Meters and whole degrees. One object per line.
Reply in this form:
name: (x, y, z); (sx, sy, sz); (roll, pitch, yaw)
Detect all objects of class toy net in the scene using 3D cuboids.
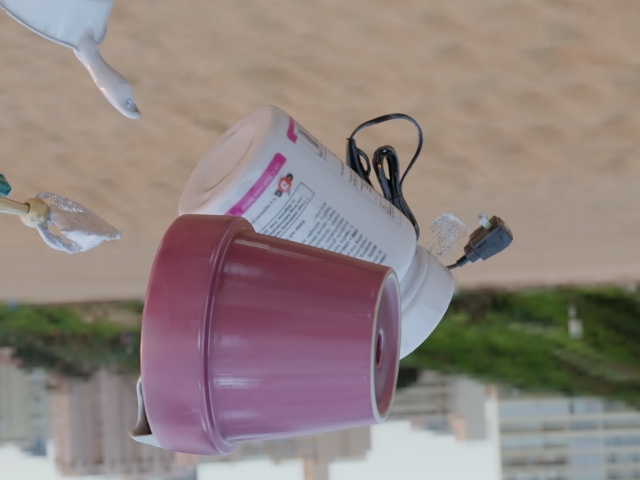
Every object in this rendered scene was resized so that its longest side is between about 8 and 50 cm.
toy net: (-0.300, -0.038, 1.660); (0.232, 0.045, 0.122); (22, -164, -8)

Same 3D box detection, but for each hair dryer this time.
hair dryer: (0.068, 0.002, 2.106); (0.293, 0.223, 0.080); (-45, 179, 24)

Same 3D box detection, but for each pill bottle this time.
pill bottle: (0.000, 0.000, 1.907); (0.283, 0.160, 0.160); (40, 160, -20)

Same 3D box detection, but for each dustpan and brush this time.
dustpan and brush: (-0.199, -0.179, 1.401); (0.211, 0.060, 0.147); (43, -154, 24)

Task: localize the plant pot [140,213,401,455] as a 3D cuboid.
plant pot: (-0.032, 0.081, 1.458); (0.180, 0.201, 0.201); (3, 179, 12)

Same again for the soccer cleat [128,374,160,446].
soccer cleat: (-0.155, 0.130, 1.908); (0.076, 0.196, 0.068); (4, -168, -43)
